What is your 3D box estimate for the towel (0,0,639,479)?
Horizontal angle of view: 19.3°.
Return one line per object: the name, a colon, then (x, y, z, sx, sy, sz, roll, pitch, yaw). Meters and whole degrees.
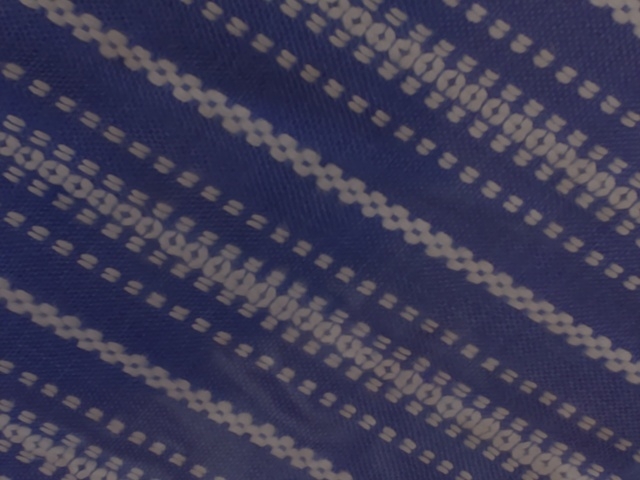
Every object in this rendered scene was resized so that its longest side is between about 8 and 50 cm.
towel: (0.000, 0.000, 0.455, 0.243, 0.040, 0.336, 30, -59, -20)
